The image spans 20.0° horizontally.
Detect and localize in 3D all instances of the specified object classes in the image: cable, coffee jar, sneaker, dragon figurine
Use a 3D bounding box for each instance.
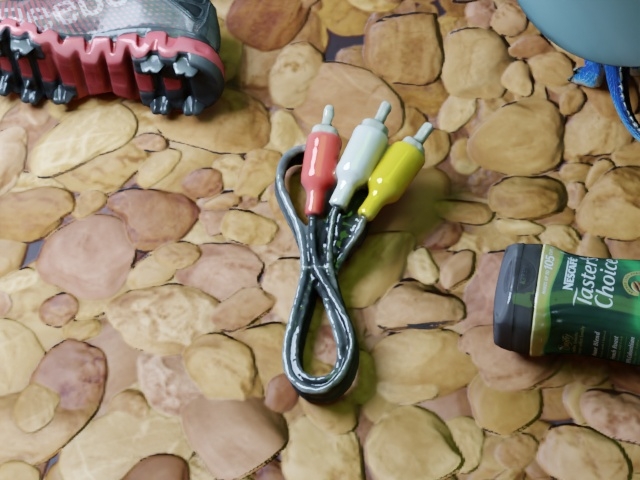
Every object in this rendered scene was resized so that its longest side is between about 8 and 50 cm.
[{"bbox_3d":[0.000,0.000,1.604,0.139,0.072,0.287,10,57,16],"label":"cable"},{"bbox_3d":[0.240,0.057,1.547,0.184,0.079,0.096,6,57,8],"label":"coffee jar"},{"bbox_3d":[-0.220,-0.200,1.735,0.276,0.097,0.135,6,57,5],"label":"sneaker"},{"bbox_3d":[0.271,-0.221,1.693,0.085,0.144,0.289,-6,56,-1],"label":"dragon figurine"}]

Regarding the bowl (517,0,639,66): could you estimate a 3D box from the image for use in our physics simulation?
[{"bbox_3d":[0.253,-0.320,1.557,0.311,0.163,0.311,-10,72,34],"label":"bowl"}]
